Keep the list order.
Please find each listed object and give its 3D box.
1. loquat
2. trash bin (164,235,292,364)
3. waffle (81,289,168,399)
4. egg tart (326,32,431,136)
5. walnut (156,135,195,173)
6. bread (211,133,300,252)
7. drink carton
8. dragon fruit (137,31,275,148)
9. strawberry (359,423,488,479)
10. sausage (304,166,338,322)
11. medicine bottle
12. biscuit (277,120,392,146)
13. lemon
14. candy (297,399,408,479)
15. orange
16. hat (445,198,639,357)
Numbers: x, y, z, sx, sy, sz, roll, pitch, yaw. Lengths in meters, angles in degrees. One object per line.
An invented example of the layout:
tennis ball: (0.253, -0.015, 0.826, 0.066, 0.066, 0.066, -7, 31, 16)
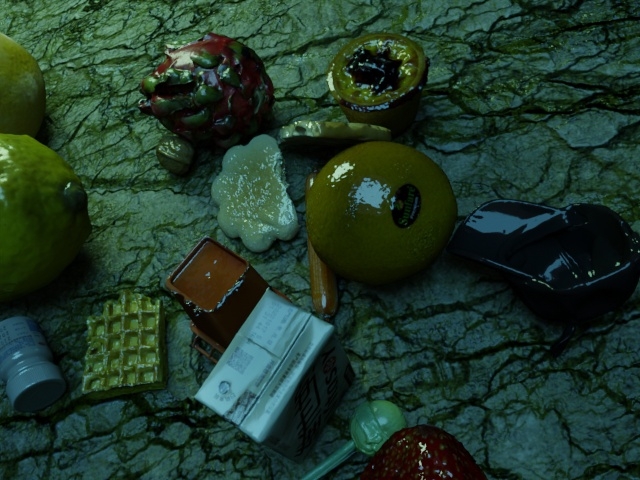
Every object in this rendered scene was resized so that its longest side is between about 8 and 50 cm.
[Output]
loquat: (-0.807, -0.346, 1.504, 0.329, 0.359, 0.328, 3, 74, -11)
trash bin: (-0.176, 0.116, 1.184, 0.161, 0.238, 0.184, 31, 74, 24)
waffle: (-0.383, 0.196, 1.291, 0.161, 0.055, 0.210, -11, 61, 5)
egg tart: (0.127, -0.323, 1.391, 0.215, 0.171, 0.215, -5, 62, 10)
walnut: (-0.323, -0.192, 1.473, 0.096, 0.083, 0.078, 32, 105, 30)
bread: (-0.145, -0.095, 1.379, 0.182, 0.039, 0.250, -19, 71, 13)
drink carton: (-0.054, 0.230, 1.053, 0.132, 0.324, 0.194, 27, 73, 19)
dragon fruit: (-0.250, -0.322, 1.435, 0.303, 0.231, 0.237, 1, 55, 5)
strawberry: (0.156, 0.417, 0.949, 0.250, 0.238, 0.288, 6, 88, 4)
sausage: (0.000, 0.000, 1.314, 0.053, 0.053, 0.347, -8, 61, 8)
medicine bottle: (-0.574, 0.238, 1.282, 0.105, 0.105, 0.168, -35, 61, -7)
biscuit: (0.036, -0.212, 1.316, 0.205, 0.309, 0.040, 1, 95, -18)
lemon: (-0.638, -0.049, 1.306, 0.388, 0.350, 0.349, -9, 60, 22)
candy: (0.002, 0.387, 1.109, 0.336, 0.093, 0.092, -38, 18, 1)
orange: (0.108, -0.050, 1.199, 0.274, 0.274, 0.274, -5, 62, 9)
hat: (0.398, 0.060, 1.159, 0.336, 0.208, 0.238, 8, 43, 35)
